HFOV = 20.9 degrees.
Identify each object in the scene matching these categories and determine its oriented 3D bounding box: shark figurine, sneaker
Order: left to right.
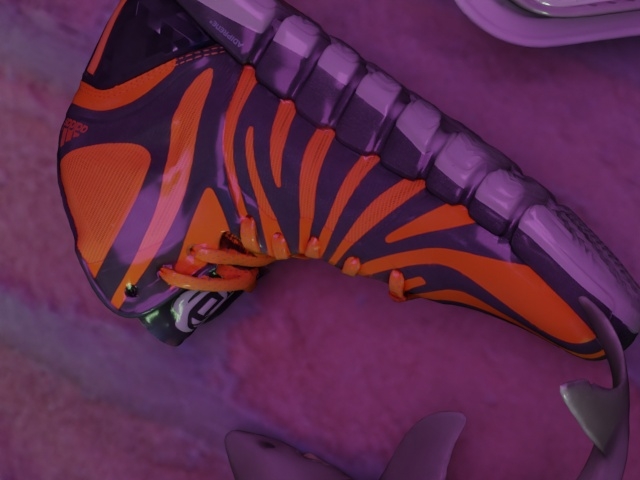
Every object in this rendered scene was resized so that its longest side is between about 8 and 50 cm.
[{"bbox_3d":[0.000,0.000,0.890,0.321,0.124,0.180,37,97,21],"label":"sneaker"},{"bbox_3d":[0.057,0.147,0.815,0.278,0.116,0.166,-24,94,46],"label":"shark figurine"}]

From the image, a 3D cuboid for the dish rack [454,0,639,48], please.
[{"bbox_3d":[0.212,-0.245,0.813,0.333,0.072,0.285,-8,100,-7],"label":"dish rack"}]
